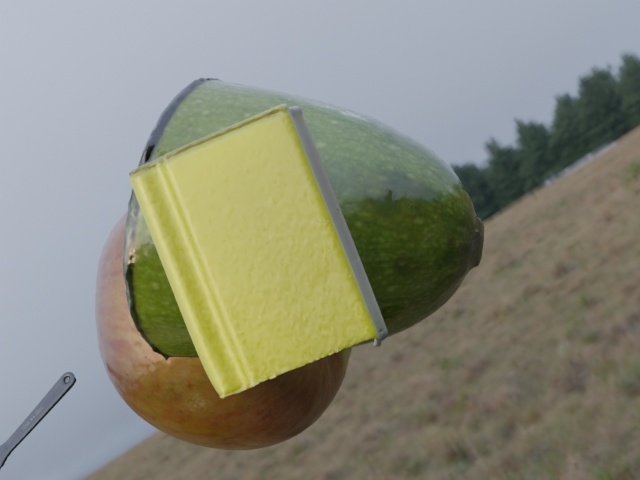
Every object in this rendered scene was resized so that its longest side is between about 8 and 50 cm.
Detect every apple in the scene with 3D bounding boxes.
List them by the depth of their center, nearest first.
[{"bbox_3d":[-0.137,0.095,1.653,0.333,0.400,0.400,-1,16,34],"label":"apple"}]

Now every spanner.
[{"bbox_3d":[-0.416,0.268,1.665,0.208,0.046,0.012,-49,-38,-7],"label":"spanner"}]

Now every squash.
[{"bbox_3d":[0.003,0.001,1.222,0.308,0.310,0.310,10,15,22],"label":"squash"}]

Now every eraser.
[{"bbox_3d":[-0.054,0.008,1.024,0.158,0.226,0.069,-22,-2,15],"label":"eraser"}]
